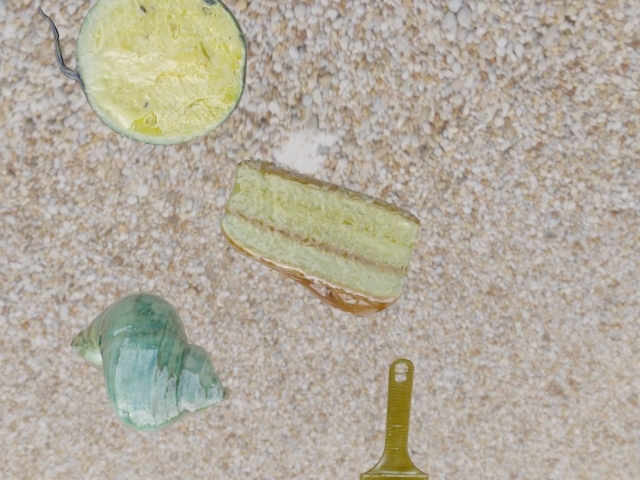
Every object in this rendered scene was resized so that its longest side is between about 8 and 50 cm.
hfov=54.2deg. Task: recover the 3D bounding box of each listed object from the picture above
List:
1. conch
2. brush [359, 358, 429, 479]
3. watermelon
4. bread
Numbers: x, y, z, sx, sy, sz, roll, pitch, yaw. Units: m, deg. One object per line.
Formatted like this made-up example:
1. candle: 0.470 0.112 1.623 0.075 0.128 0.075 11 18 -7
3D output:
1. conch: -0.201 0.140 0.722 0.122 0.188 0.176 -25 139 -30
2. brush: 0.091 0.235 0.750 0.082 0.218 0.010 -4 135 16
3. watermelon: -0.208 -0.236 0.821 0.232 0.127 0.204 -14 118 1
4. bread: 0.000 0.000 0.666 0.184 0.234 0.110 21 90 3
